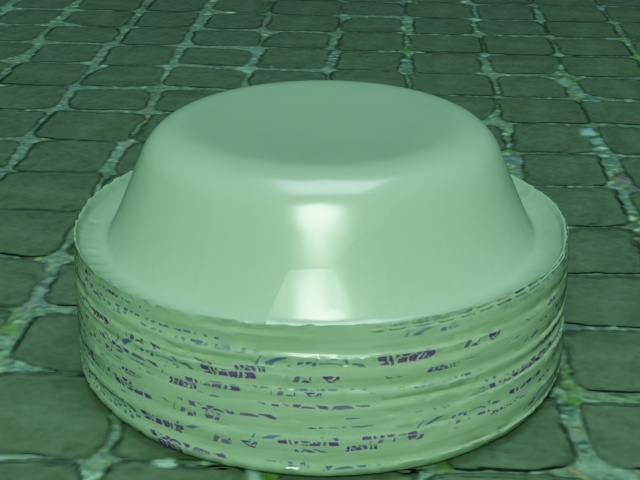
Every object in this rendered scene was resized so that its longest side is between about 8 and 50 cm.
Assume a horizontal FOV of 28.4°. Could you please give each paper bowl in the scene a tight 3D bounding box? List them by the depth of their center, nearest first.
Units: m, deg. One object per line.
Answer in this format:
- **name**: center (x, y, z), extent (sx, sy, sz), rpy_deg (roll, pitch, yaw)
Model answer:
- **paper bowl**: center (0.000, 0.000, 0.731), extent (0.284, 0.148, 0.284), rpy_deg (0, 24, 0)
